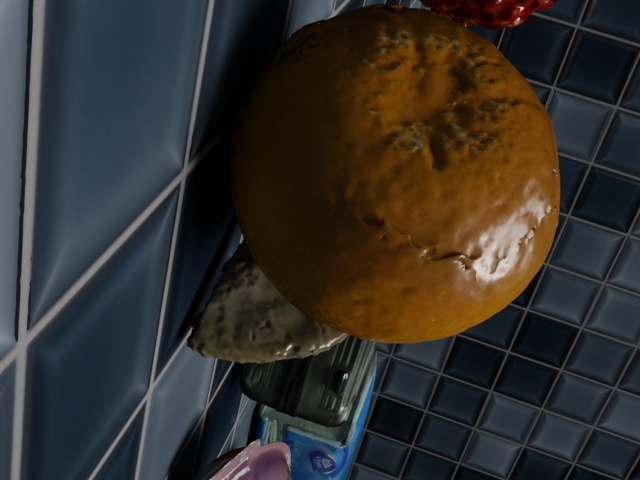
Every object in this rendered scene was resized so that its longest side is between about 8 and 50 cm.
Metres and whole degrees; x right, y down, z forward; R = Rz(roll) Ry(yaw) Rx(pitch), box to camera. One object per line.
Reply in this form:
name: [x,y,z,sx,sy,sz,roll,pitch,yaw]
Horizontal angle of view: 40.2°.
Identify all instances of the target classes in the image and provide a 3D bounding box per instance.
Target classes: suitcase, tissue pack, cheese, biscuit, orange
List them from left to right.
cheese: [-0.091,0.289,0.824,0.189,0.074,0.285,-36,148,-38]
tissue pack: [-0.017,0.291,1.298,0.198,0.146,0.263,-63,170,-49]
biscuit: [0.004,-0.002,0.664,0.032,0.133,0.250,110,2,-58]
suitcase: [0.022,0.025,0.922,0.202,0.128,0.312,-52,160,-72]
orange: [0.047,-0.041,0.565,0.193,0.219,0.219,-23,-140,57]

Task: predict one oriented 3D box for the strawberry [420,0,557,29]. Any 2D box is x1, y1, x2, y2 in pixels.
strawberry: [0.186,-0.357,0.770,0.292,0.292,0.343,-70,-169,-16]
